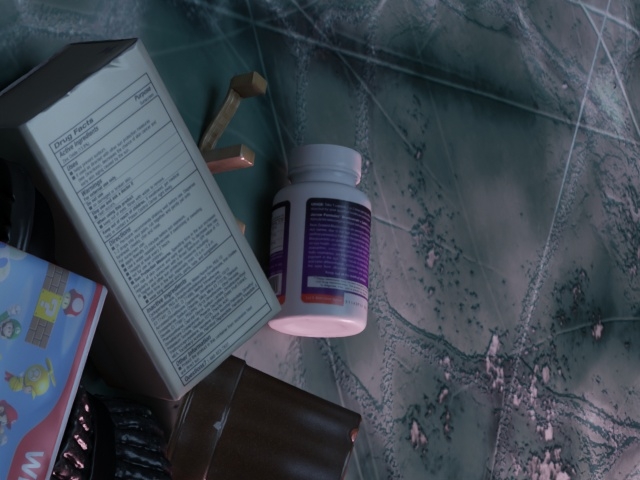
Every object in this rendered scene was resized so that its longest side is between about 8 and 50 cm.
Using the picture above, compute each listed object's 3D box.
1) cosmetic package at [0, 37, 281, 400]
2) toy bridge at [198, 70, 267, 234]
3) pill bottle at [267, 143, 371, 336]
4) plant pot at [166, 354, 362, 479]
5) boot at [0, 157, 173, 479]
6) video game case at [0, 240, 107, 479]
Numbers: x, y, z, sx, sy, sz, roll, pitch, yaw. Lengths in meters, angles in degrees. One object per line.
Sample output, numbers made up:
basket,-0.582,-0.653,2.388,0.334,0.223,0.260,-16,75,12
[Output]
cosmetic package,-0.180,-0.019,1.749,0.153,0.129,0.296,-39,116,-30
toy bridge,-0.098,-0.082,1.979,0.026,0.063,0.188,37,53,-47
pill bottle,0.000,0.000,2.069,0.108,0.108,0.193,23,66,-52
plant pot,-0.056,0.198,1.838,0.167,0.165,0.167,18,90,-89
boot,-0.233,0.119,1.674,0.260,0.131,0.348,15,82,-47
video game case,-0.304,0.085,1.486,0.285,0.025,0.204,27,74,-42
